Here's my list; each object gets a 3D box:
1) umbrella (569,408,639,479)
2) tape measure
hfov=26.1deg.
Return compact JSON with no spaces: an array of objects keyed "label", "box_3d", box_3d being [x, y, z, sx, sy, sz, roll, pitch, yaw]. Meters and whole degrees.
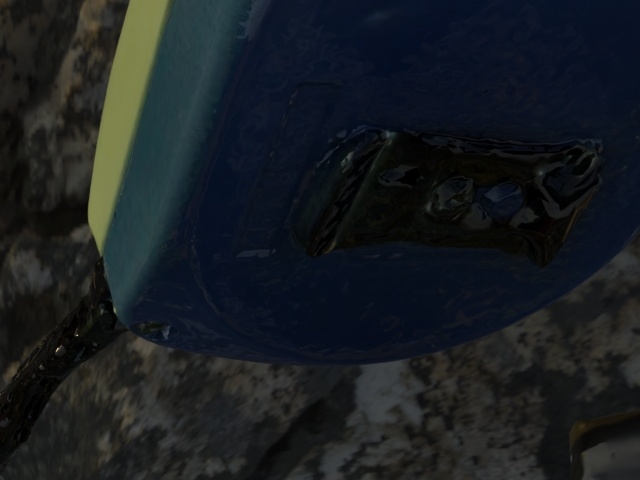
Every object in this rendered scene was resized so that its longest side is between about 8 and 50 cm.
[{"label":"umbrella","box_3d":[0.234,0.041,0.360,0.340,0.118,0.118,-11,78,20]},{"label":"tape measure","box_3d":[0.000,0.000,0.514,0.215,0.351,0.098,0,49,-26]}]
